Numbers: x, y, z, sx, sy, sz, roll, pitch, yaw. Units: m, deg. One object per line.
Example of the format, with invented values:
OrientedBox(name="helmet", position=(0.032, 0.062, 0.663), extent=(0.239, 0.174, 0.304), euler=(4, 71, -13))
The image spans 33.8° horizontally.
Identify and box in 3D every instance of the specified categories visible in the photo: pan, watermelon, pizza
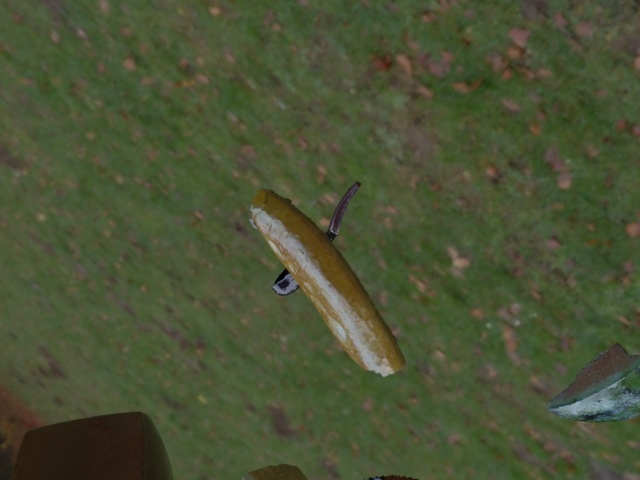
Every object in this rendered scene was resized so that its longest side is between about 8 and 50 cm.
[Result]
OrientedBox(name="pan", position=(0.003, 0.002, 1.600), extent=(0.040, 0.212, 0.115), euler=(39, 180, -8))
OrientedBox(name="watermelon", position=(0.392, 0.213, 1.460), extent=(0.101, 0.155, 0.080), euler=(51, -168, -29))
OrientedBox(name="pizza", position=(0.007, 0.049, 1.220), extent=(0.271, 0.056, 0.134), euler=(49, 167, 29))

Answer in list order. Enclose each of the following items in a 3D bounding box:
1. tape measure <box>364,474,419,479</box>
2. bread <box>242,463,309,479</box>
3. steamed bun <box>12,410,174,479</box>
OrientedBox(name="tape measure", position=(0.037, 0.308, 0.909), extent=(0.223, 0.202, 0.135), euler=(-15, 116, 19))
OrientedBox(name="bread", position=(-0.056, 0.318, 1.362), extent=(0.070, 0.083, 0.035), euler=(-152, 65, -61))
OrientedBox(name="steamed bun", position=(-0.317, 0.427, 1.505), extent=(0.379, 0.235, 0.248), euler=(-111, 13, -66))
